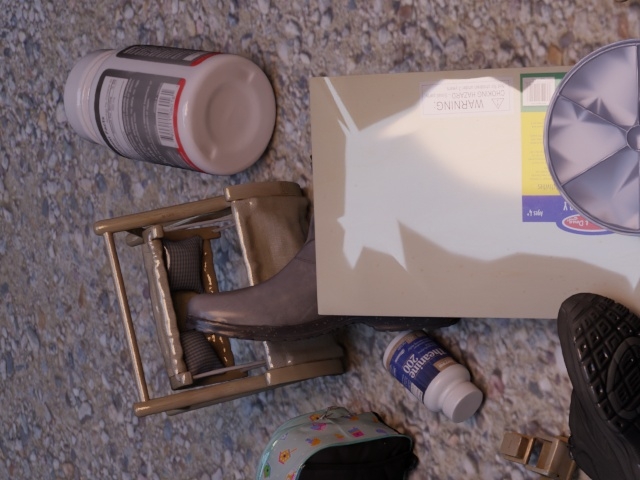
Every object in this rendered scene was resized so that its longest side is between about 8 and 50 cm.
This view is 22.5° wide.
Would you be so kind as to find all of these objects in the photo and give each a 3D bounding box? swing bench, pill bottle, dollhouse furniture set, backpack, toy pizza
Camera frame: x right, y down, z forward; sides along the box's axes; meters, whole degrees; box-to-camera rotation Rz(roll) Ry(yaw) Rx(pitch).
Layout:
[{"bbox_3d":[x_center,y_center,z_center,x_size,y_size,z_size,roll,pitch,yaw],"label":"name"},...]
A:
[{"bbox_3d":[-0.122,0.074,2.037,0.255,0.165,0.253,-15,82,8],"label":"swing bench"},{"bbox_3d":[-0.210,-0.182,2.173,0.283,0.161,0.161,13,104,45],"label":"pill bottle"},{"bbox_3d":[0.210,0.290,1.866,0.182,0.101,0.160,13,80,45],"label":"dollhouse furniture set"},{"bbox_3d":[0.136,0.163,1.920,0.120,0.067,0.067,42,123,35],"label":"pill bottle"},{"bbox_3d":[0.004,0.295,1.986,0.144,0.188,0.165,28,115,41],"label":"backpack"},{"bbox_3d":[0.326,-0.105,1.632,0.201,0.032,0.201,2,96,22],"label":"toy pizza"}]

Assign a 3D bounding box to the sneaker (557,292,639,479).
[{"bbox_3d":[0.302,0.189,1.683,0.130,0.109,0.286,-8,109,55],"label":"sneaker"}]

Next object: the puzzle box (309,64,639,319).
[{"bbox_3d":[0.188,-0.050,1.738,0.409,0.052,0.272,0,95,22],"label":"puzzle box"}]

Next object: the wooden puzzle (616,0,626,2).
[{"bbox_3d":[0.278,-0.461,1.698,0.348,0.081,0.322,42,122,41],"label":"wooden puzzle"}]

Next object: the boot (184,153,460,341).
[{"bbox_3d":[0.000,0.000,1.898,0.118,0.338,0.222,-163,68,-78],"label":"boot"}]
